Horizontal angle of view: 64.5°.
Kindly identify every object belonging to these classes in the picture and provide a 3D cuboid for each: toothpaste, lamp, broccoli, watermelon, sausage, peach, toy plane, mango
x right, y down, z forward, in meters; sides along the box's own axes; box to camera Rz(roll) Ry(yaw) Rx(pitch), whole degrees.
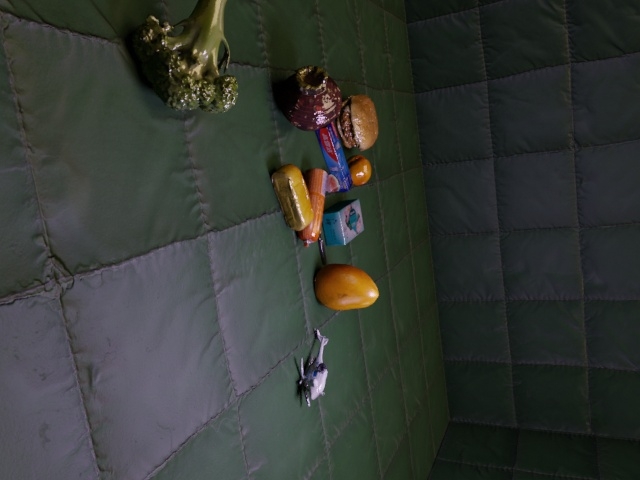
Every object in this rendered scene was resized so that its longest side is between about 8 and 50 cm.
[{"bbox_3d":[0.062,-0.365,2.224,0.321,0.066,0.076,68,32,-31],"label":"toothpaste"},{"bbox_3d":[-0.037,-0.521,1.858,0.247,0.246,0.247,14,74,-63],"label":"lamp"},{"bbox_3d":[-0.349,-0.477,1.301,0.253,0.186,0.302,-11,98,-23],"label":"broccoli"},{"bbox_3d":[0.039,-0.248,2.186,0.092,0.072,0.085,154,-79,-77],"label":"watermelon"},{"bbox_3d":[-0.033,-0.121,1.971,0.093,0.092,0.313,37,54,-57],"label":"sausage"},{"bbox_3d":[0.172,-0.331,2.356,0.138,0.138,0.138,14,74,-63],"label":"peach"},{"bbox_3d":[-0.006,0.481,1.935,0.273,0.107,0.182,-57,141,-56],"label":"toy plane"},{"bbox_3d":[0.109,0.185,2.028,0.138,0.256,0.188,27,63,-60],"label":"mango"}]

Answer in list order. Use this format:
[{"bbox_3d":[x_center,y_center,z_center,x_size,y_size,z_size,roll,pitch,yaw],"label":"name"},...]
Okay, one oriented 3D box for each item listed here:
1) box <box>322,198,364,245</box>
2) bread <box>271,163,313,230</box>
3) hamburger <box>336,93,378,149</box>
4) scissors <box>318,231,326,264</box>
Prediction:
[{"bbox_3d":[0.101,-0.082,2.233,0.245,0.092,0.153,-37,120,-60],"label":"box"},{"bbox_3d":[-0.099,-0.155,1.837,0.094,0.102,0.246,-48,128,-47],"label":"bread"},{"bbox_3d":[0.181,-0.557,2.405,0.283,0.144,0.260,-50,133,-47],"label":"hamburger"},{"bbox_3d":[0.000,0.000,2.105,0.088,0.017,0.220,-38,121,-60],"label":"scissors"}]
